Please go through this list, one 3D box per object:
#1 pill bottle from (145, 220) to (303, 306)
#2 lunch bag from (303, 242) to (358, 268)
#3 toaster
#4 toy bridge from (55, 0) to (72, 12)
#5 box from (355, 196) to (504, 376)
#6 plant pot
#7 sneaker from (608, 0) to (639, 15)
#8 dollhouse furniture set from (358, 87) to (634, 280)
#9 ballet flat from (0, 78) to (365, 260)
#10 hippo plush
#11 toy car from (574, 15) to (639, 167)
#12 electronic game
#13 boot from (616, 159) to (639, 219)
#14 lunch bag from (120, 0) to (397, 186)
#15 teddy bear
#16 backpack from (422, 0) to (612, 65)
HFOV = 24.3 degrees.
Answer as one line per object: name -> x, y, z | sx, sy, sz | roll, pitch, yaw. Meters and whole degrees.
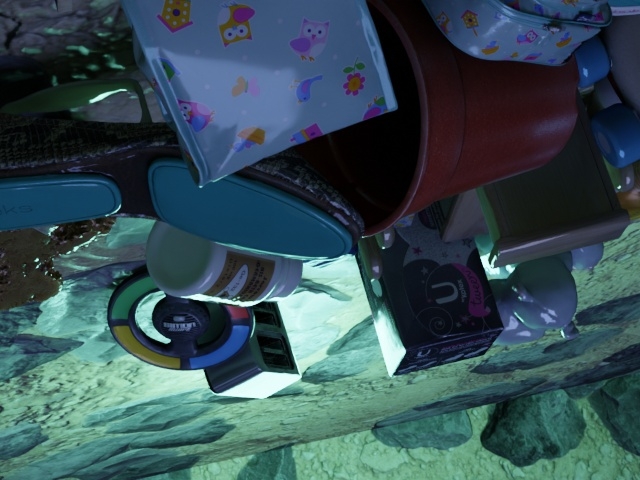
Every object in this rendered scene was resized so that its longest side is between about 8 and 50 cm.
pill bottle -> -0.129, 0.027, 2.114 | 0.131, 0.131, 0.229 | -26, 159, 28
lunch bag -> 0.000, 0.000, 2.237 | 0.098, 0.067, 0.065 | -23, 159, 24
toaster -> -0.131, 0.164, 2.448 | 0.110, 0.168, 0.185 | -28, 159, 24
toy bridge -> -0.247, -0.245, 1.418 | 0.188, 0.026, 0.063 | -11, 158, -14
box -> 0.157, 0.057, 2.242 | 0.163, 0.247, 0.142 | -12, 162, -11
plant pot -> 0.126, -0.160, 1.638 | 0.265, 0.272, 0.272 | -13, 163, -36
sneaker -> 0.422, -0.326, 1.592 | 0.295, 0.124, 0.178 | -11, 170, -12
dollhouse furniture set -> 0.253, -0.053, 2.002 | 0.362, 0.257, 0.394 | -13, 161, -8
ballet flat -> -0.189, -0.093, 1.578 | 0.482, 0.182, 0.164 | 4, 149, 2
hippo plush -> 0.358, 0.056, 2.329 | 0.234, 0.237, 0.294 | 30, 138, -33
toy car -> 0.395, -0.220, 1.836 | 0.219, 0.210, 0.238 | -28, -170, -5
electronic game -> -0.216, 0.122, 2.301 | 0.229, 0.048, 0.229 | 1, 133, 1
boot -> 0.571, -0.084, 2.434 | 0.295, 0.104, 0.211 | 4, 158, -34
lunch bag -> -0.072, -0.216, 1.389 | 0.223, 0.160, 0.262 | -23, 127, -4
teddy bear -> -0.370, -0.044, 1.800 | 0.245, 0.113, 0.338 | -20, 154, -10
backpack -> 0.194, -0.266, 1.495 | 0.188, 0.166, 0.144 | -8, 156, -33
